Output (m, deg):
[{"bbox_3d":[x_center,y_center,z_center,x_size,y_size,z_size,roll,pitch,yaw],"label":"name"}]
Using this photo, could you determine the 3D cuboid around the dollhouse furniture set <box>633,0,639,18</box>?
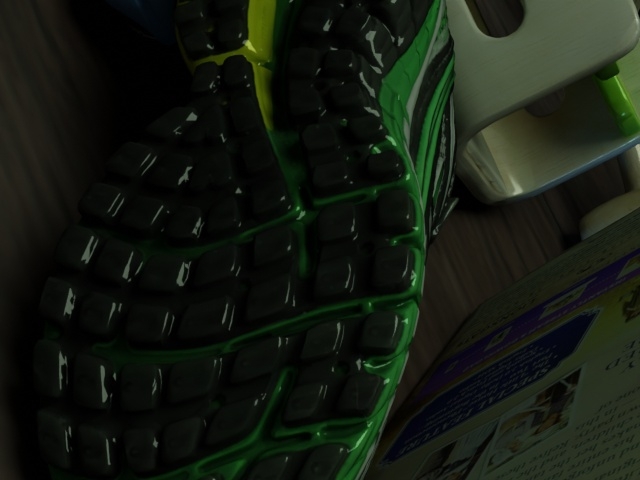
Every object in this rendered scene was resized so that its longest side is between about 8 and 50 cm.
[{"bbox_3d":[0.218,-0.201,1.102,0.161,0.101,0.182,13,27,-18],"label":"dollhouse furniture set"}]

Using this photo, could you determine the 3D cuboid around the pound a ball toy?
[{"bbox_3d":[0.082,-0.132,0.899,0.319,0.135,0.208,68,11,21],"label":"pound a ball toy"}]

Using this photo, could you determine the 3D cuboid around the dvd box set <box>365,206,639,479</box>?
[{"bbox_3d":[0.115,0.067,0.572,0.062,0.307,0.420,53,33,-5],"label":"dvd box set"}]

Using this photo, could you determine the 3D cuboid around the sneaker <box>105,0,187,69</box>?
[{"bbox_3d":[-0.057,-0.143,0.782,0.078,0.067,0.188,59,26,-31],"label":"sneaker"}]

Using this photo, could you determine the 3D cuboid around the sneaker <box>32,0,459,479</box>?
[{"bbox_3d":[0.000,0.000,0.650,0.146,0.134,0.344,66,31,-46],"label":"sneaker"}]
